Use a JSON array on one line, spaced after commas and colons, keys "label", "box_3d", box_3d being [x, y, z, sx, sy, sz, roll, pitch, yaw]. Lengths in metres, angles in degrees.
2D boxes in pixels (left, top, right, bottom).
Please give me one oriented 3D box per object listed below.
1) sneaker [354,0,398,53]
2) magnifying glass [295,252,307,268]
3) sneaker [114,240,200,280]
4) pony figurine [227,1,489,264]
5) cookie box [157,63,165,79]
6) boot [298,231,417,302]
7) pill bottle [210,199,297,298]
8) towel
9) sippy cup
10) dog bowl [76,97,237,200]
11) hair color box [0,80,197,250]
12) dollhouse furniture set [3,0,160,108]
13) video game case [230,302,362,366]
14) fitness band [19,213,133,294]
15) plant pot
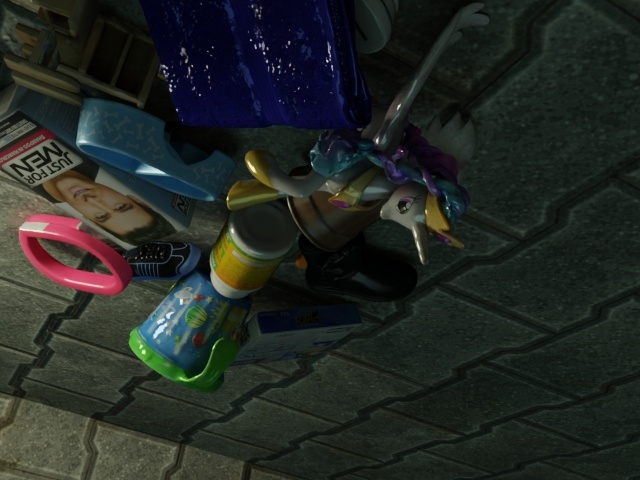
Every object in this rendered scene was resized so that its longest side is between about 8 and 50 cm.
[{"label": "sneaker", "box_3d": [0.016, -0.356, 0.912, 0.094, 0.091, 0.258, -5, 137, 33]}, {"label": "magnifying glass", "box_3d": [0.000, 0.000, 1.533, 0.092, 0.026, 0.231, 18, 148, -15]}, {"label": "sneaker", "box_3d": [-0.375, 0.040, 1.638, 0.232, 0.081, 0.090, -12, 149, 32]}, {"label": "pony figurine", "box_3d": [0.083, -0.141, 1.051, 0.363, 0.351, 0.303, 16, 149, 26]}, {"label": "cookie box", "box_3d": [-0.186, -0.273, 1.135, 0.092, 0.040, 0.107, 25, 145, -26]}, {"label": "boot", "box_3d": [0.081, 0.045, 1.486, 0.246, 0.094, 0.207, 4, 156, 3]}, {"label": "pill bottle", "box_3d": [-0.148, 0.024, 1.503, 0.136, 0.136, 0.245, 18, 147, -13]}, {"label": "towel", "box_3d": [-0.092, -0.245, 0.926, 0.308, 0.076, 0.227, 7, 120, 35]}, {"label": "sippy cup", "box_3d": [-0.276, 0.188, 1.672, 0.305, 0.224, 0.240, 33, -177, 22]}, {"label": "dog bowl", "box_3d": [-0.279, -0.145, 1.248, 0.166, 0.074, 0.297, 8, 167, 43]}, {"label": "hair color box", "box_3d": [-0.421, -0.136, 1.344, 0.185, 0.113, 0.374, -17, 140, 35]}, {"label": "dollhouse furniture set", "box_3d": [-0.297, -0.282, 1.003, 0.161, 0.212, 0.242, 20, 173, -14]}, {"label": "video game case", "box_3d": [-0.074, 0.230, 1.789, 0.269, 0.061, 0.244, -2, 154, -29]}, {"label": "fitness band", "box_3d": [-0.549, 0.033, 1.638, 0.291, 0.054, 0.209, 8, 141, 27]}, {"label": "plant pot", "box_3d": [0.057, -0.087, 1.269, 0.165, 0.167, 0.167, -26, 134, 32]}]
